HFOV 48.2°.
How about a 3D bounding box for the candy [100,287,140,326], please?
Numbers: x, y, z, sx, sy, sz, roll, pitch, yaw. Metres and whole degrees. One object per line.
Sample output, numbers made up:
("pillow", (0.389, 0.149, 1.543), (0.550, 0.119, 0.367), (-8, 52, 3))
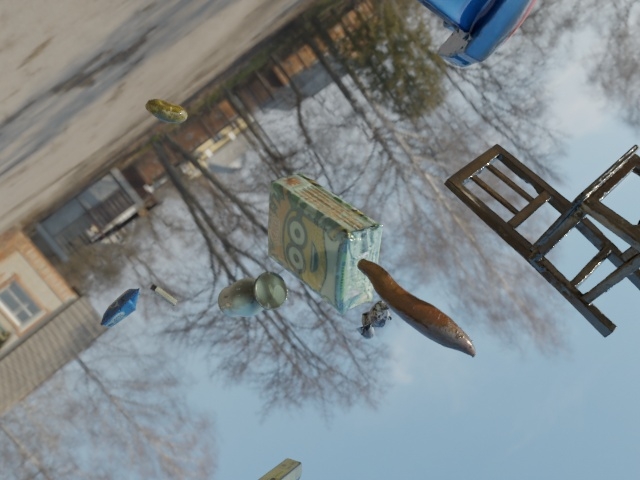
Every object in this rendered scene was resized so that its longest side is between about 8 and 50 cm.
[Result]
("candy", (-0.349, 0.121, 1.262), (0.088, 0.038, 0.136), (-49, -176, -15))

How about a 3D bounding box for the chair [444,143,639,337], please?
("chair", (0.472, -0.069, 1.310), (0.203, 0.416, 0.241), (-36, 164, -31))

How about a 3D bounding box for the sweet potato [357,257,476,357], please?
("sweet potato", (0.167, 0.124, 1.256), (0.057, 0.264, 0.057), (-54, -178, 3))

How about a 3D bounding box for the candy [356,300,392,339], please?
("candy", (0.139, 0.176, 1.738), (0.226, 0.051, 0.094), (126, -15, -64))

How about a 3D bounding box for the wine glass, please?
("wine glass", (-0.164, 0.131, 1.673), (0.093, 0.093, 0.202), (-44, -165, -31))

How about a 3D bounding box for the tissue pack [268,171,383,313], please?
("tissue pack", (0.000, 0.000, 1.735), (0.128, 0.228, 0.311), (-20, -140, -34))

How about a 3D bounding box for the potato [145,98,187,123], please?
("potato", (-0.328, -0.274, 1.521), (0.045, 0.092, 0.047), (-55, -153, 34))

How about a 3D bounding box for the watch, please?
("watch", (0.201, -0.446, 1.151), (0.241, 0.274, 0.305), (-54, -164, 16))

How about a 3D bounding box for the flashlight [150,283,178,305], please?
("flashlight", (-0.426, 0.148, 1.950), (0.018, 0.083, 0.018), (-56, -177, -26))

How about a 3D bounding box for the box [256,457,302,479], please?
("box", (-0.107, 0.447, 1.078), (0.211, 0.045, 0.270), (-65, 167, -3))
